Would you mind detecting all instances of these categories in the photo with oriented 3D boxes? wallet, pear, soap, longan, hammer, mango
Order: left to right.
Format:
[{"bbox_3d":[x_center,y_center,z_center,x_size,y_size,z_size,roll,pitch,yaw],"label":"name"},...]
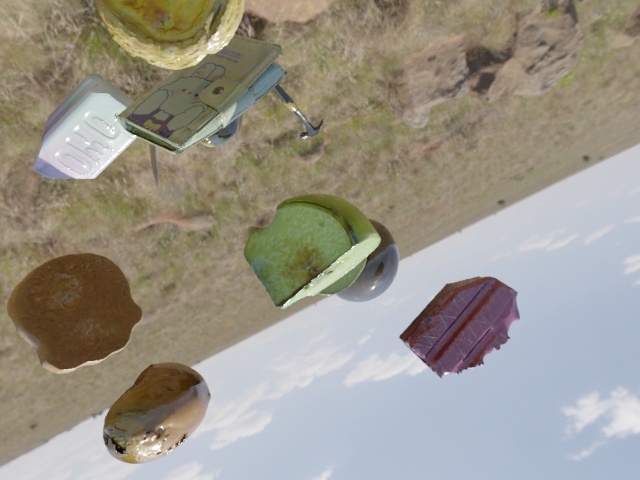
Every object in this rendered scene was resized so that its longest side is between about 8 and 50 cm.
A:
[{"bbox_3d":[-0.735,-0.331,1.611,0.346,0.115,0.208,-39,140,12],"label":"soap"},{"bbox_3d":[-0.295,0.304,0.938,0.151,0.156,0.248,-40,169,16],"label":"mango"},{"bbox_3d":[-0.238,-0.304,1.053,0.309,0.223,0.077,-47,148,-21],"label":"wallet"},{"bbox_3d":[-0.064,-0.326,1.255,0.078,0.021,0.201,-16,139,29],"label":"hammer"},{"bbox_3d":[0.000,0.000,1.159,0.286,0.176,0.281,-40,166,26],"label":"pear"},{"bbox_3d":[0.137,0.070,1.765,0.243,0.301,0.300,27,140,-32],"label":"longan"},{"bbox_3d":[0.401,0.230,1.442,0.325,0.220,0.127,-48,-174,1],"label":"soap"}]

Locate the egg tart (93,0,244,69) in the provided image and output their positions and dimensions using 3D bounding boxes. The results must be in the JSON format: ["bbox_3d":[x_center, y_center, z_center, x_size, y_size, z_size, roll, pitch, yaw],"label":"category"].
[{"bbox_3d":[-0.248,-0.424,0.848,0.278,0.279,0.095,-28,-172,15],"label":"egg tart"}]

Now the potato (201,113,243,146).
[{"bbox_3d":[-0.307,-0.370,1.505,0.154,0.201,0.137,3,151,4],"label":"potato"}]

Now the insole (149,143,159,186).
[{"bbox_3d":[-0.515,-0.269,1.586,0.007,0.111,0.328,-15,162,-21],"label":"insole"}]

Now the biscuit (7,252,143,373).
[{"bbox_3d":[-0.764,0.216,1.630,0.062,0.365,0.385,-35,178,35],"label":"biscuit"}]

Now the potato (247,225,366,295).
[{"bbox_3d":[-0.058,0.050,1.544,0.329,0.213,0.280,-4,-179,-25],"label":"potato"}]
